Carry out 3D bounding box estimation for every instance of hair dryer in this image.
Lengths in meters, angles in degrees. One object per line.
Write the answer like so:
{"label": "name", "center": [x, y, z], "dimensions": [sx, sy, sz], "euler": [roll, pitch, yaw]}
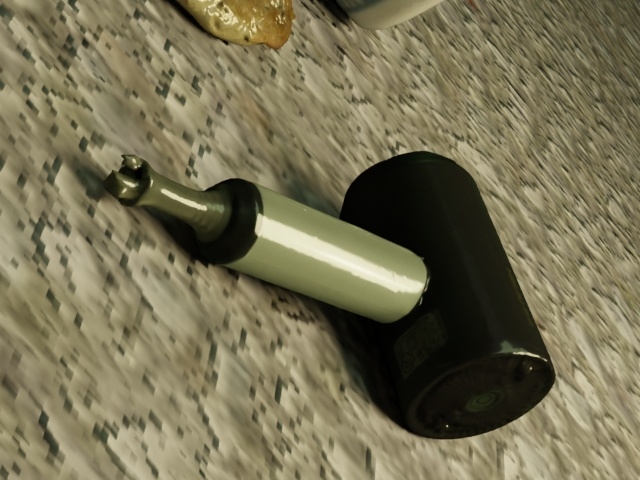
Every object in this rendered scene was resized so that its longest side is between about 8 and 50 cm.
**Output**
{"label": "hair dryer", "center": [0.000, 0.000, 0.569], "dimensions": [0.198, 0.057, 0.100], "euler": [23, 37, -47]}

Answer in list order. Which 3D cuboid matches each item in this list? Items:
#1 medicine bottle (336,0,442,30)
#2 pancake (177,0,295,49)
{"label": "medicine bottle", "center": [0.004, -0.224, 0.764], "dimensions": [0.237, 0.139, 0.139], "euler": [51, 22, -16]}
{"label": "pancake", "center": [-0.057, -0.140, 0.668], "dimensions": [0.151, 0.025, 0.151], "euler": [47, 22, -26]}
